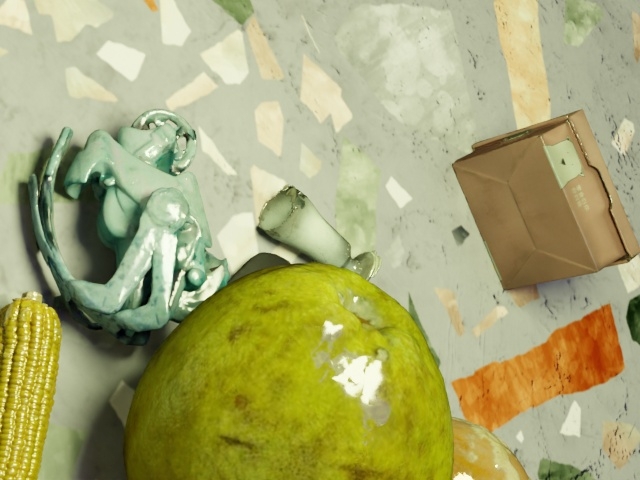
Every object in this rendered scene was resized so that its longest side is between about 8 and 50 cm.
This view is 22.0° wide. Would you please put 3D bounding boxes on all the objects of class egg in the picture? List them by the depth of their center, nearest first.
[{"bbox_3d":[0.161,0.319,2.047,0.233,0.195,0.195,36,56,-9],"label":"egg"}]

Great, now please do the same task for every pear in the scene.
[{"bbox_3d":[-0.030,0.208,1.776,0.351,0.413,0.352,19,37,-15],"label":"pear"}]

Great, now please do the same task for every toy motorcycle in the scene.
[{"bbox_3d":[-0.216,-0.016,1.846,0.206,0.154,0.260,-10,78,-19],"label":"toy motorcycle"}]

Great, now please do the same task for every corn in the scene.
[{"bbox_3d":[-0.322,0.170,1.741,0.080,0.080,0.238,19,70,-36],"label":"corn"}]

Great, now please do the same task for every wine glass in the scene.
[{"bbox_3d":[0.000,0.000,2.070,0.155,0.072,0.072,38,57,-28],"label":"wine glass"}]

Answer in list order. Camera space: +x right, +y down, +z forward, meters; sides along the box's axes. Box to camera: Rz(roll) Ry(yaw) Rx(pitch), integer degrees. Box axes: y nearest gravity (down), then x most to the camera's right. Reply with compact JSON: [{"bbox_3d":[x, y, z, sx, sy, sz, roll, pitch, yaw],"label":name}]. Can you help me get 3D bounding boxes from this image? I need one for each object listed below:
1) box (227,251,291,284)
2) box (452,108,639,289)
[{"bbox_3d":[-0.063,0.130,1.997,0.201,0.042,0.212,53,51,-17],"label":"box"},{"bbox_3d":[0.304,-0.049,2.248,0.086,0.215,0.215,-28,98,-33],"label":"box"}]
